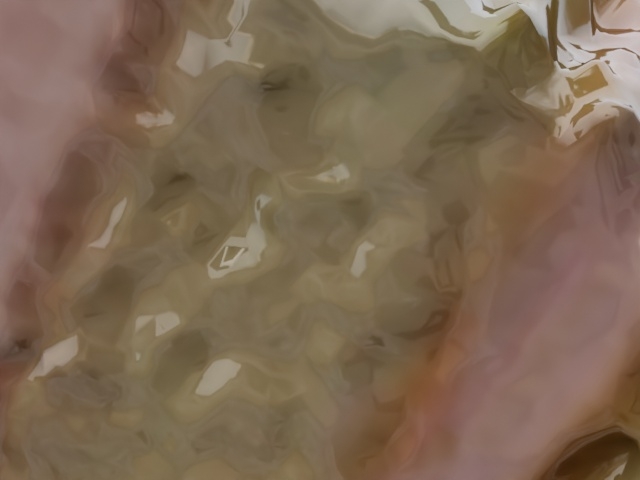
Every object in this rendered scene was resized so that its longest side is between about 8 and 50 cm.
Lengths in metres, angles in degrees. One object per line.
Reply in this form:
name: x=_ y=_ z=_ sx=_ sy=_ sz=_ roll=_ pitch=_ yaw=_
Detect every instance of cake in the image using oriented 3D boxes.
cake: x=0.000 y=0.000 z=0.528 sx=0.293 sy=0.306 sz=0.314 roll=-56 pitch=2 yaw=26
